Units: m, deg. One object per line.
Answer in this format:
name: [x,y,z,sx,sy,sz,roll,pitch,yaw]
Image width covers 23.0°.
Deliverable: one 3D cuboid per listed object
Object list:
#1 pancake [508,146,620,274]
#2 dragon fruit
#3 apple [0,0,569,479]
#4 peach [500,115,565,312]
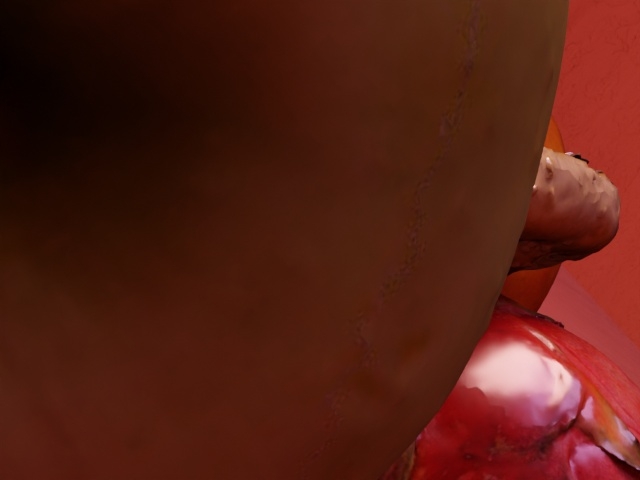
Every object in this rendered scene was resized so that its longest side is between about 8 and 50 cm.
pancake: [0.000,0.000,0.967,0.387,0.386,0.082,16,70,-65]
dragon fruit: [0.085,0.147,0.895,0.252,0.241,0.241,30,7,22]
apple: [-0.145,-0.096,0.542,0.473,0.474,0.473,39,12,-10]
peach: [0.059,-0.044,1.314,0.343,0.302,0.343,41,11,-9]
